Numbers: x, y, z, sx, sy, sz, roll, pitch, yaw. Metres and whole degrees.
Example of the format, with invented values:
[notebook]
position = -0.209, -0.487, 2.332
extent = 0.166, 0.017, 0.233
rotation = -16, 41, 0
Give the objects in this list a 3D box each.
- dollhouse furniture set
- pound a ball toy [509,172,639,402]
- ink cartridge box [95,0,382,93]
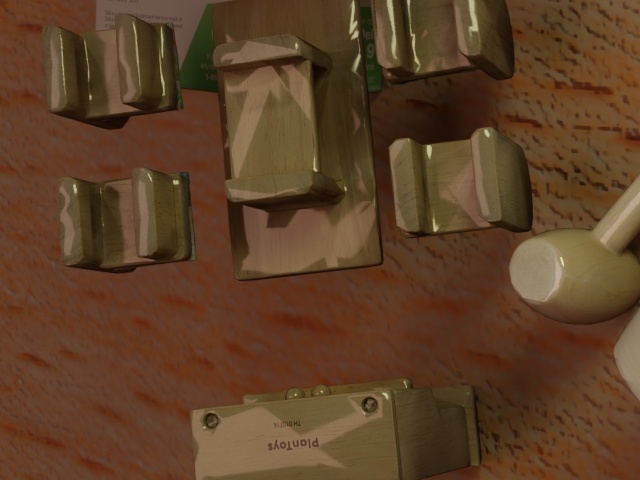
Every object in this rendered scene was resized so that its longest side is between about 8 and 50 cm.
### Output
[dollhouse furniture set]
position = 0.000, 0.000, 0.942
extent = 0.212, 0.161, 0.242
rotation = -7, 84, 16
[pound a ball toy]
position = 0.201, -0.028, 0.760
extent = 0.208, 0.136, 0.319
rotation = 51, 127, 31
[ink cartridge box]
position = -0.042, -0.190, 1.039
extent = 0.154, 0.093, 0.212
rotation = 11, 104, 45
